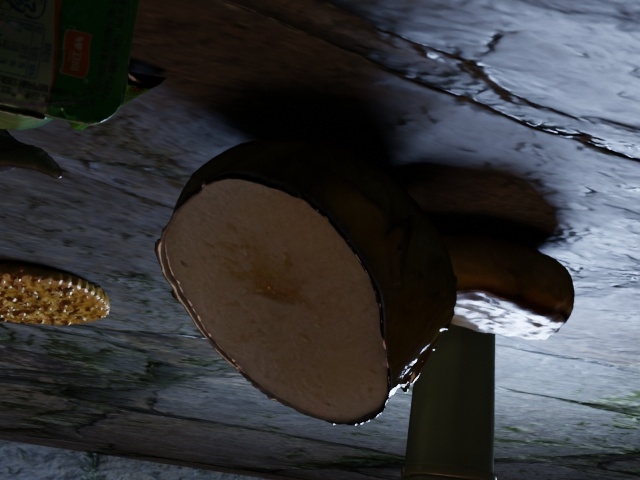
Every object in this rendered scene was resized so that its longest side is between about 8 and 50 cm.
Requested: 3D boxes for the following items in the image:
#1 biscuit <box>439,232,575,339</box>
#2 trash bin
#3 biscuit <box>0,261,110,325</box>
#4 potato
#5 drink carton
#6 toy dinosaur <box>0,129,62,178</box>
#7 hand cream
[{"bbox_3d":[0.158,0.045,1.393,0.274,0.091,0.213,14,163,-22],"label":"biscuit"},{"bbox_3d":[0.175,0.225,1.697,0.121,0.247,0.243,3,163,5],"label":"trash bin"},{"bbox_3d":[-0.411,0.077,1.736,0.254,0.035,0.254,4,162,1],"label":"biscuit"},{"bbox_3d":[0.000,0.000,1.170,0.247,0.196,0.299,12,138,24],"label":"potato"},{"bbox_3d":[-0.207,-0.141,0.841,0.144,0.146,0.142,12,170,-20],"label":"drink carton"},{"bbox_3d":[-0.313,-0.091,0.956,0.162,0.077,0.294,-3,-147,-42],"label":"toy dinosaur"},{"bbox_3d":[-0.176,-0.120,1.070,0.036,0.023,0.122,6,165,-38],"label":"hand cream"}]
